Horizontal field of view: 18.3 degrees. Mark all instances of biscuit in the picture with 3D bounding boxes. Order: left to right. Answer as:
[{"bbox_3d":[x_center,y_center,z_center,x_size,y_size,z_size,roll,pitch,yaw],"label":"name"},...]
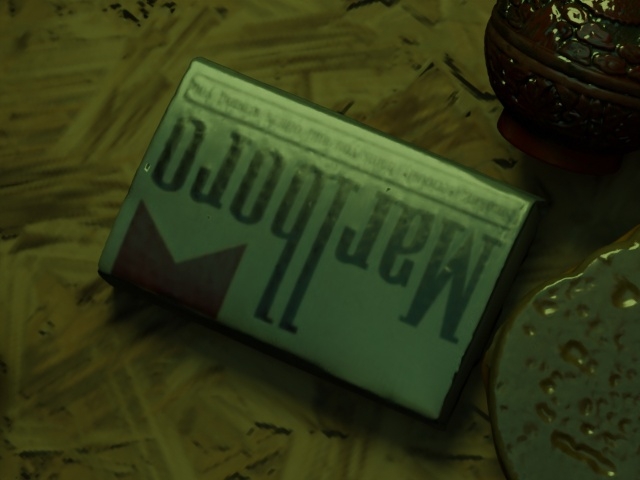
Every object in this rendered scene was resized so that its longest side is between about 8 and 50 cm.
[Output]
[{"bbox_3d":[0.159,0.072,0.857,0.170,0.050,0.170,0,85,6],"label":"biscuit"}]

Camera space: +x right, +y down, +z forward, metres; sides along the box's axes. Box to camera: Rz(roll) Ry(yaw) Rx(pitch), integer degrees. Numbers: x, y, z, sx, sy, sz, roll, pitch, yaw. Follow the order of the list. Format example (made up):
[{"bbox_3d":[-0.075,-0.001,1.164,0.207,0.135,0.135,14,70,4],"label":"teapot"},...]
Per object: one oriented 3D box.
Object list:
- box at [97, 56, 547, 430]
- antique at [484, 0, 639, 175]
[{"bbox_3d":[0.000,0.000,0.905,0.177,0.036,0.115,23,84,13],"label":"box"},{"bbox_3d":[0.121,-0.084,0.868,0.104,0.104,0.104,-2,78,10],"label":"antique"}]
